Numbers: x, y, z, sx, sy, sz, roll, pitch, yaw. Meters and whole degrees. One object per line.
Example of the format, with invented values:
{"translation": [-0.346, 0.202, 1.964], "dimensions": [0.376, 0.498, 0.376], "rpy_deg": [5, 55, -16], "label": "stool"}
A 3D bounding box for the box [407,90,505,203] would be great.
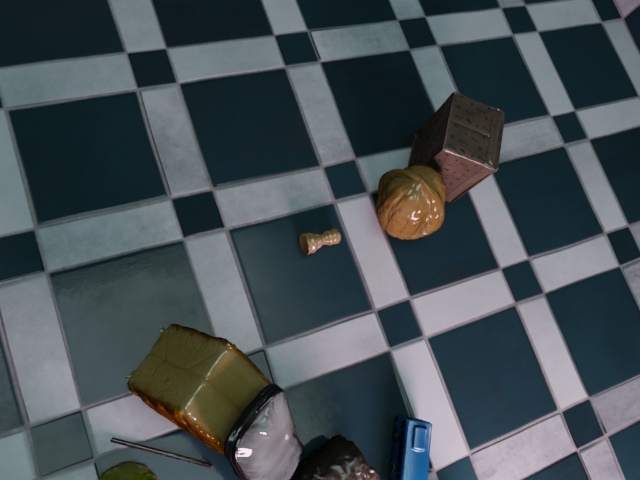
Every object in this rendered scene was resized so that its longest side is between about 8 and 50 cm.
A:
{"translation": [0.430, -0.295, 1.899], "dimensions": [0.190, 0.297, 0.225], "rpy_deg": [19, 68, -12], "label": "box"}

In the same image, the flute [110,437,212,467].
{"translation": [-0.409, 0.550, 1.507], "dimensions": [0.270, 0.014, 0.014], "rpy_deg": [20, 68, -12], "label": "flute"}

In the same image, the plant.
{"translation": [0.009, 0.654, 1.511], "dimensions": [0.276, 0.199, 0.188], "rpy_deg": [-33, 91, -22], "label": "plant"}

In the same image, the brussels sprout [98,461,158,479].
{"translation": [-0.469, 0.614, 1.406], "dimensions": [0.149, 0.122, 0.151], "rpy_deg": [31, 67, -9], "label": "brussels sprout"}

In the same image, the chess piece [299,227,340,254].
{"translation": [0.000, 0.000, 1.796], "dimensions": [0.122, 0.066, 0.066], "rpy_deg": [-13, 77, -28], "label": "chess piece"}

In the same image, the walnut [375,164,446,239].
{"translation": [0.284, -0.124, 1.822], "dimensions": [0.224, 0.257, 0.257], "rpy_deg": [-41, 88, -24], "label": "walnut"}

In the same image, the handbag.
{"translation": [-0.119, 0.488, 1.355], "dimensions": [0.075, 0.332, 0.191], "rpy_deg": [17, 49, 30], "label": "handbag"}

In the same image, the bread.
{"translation": [-0.275, 0.369, 1.420], "dimensions": [0.207, 0.279, 0.279], "rpy_deg": [-55, 130, -26], "label": "bread"}

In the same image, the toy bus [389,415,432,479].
{"translation": [0.260, 0.597, 1.661], "dimensions": [0.090, 0.106, 0.184], "rpy_deg": [13, 69, -11], "label": "toy bus"}
